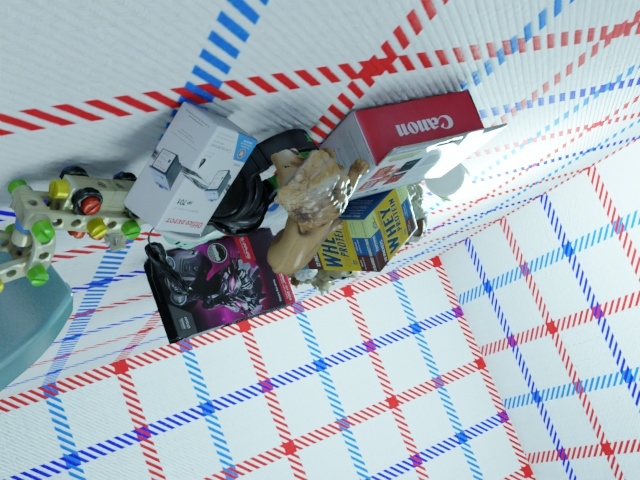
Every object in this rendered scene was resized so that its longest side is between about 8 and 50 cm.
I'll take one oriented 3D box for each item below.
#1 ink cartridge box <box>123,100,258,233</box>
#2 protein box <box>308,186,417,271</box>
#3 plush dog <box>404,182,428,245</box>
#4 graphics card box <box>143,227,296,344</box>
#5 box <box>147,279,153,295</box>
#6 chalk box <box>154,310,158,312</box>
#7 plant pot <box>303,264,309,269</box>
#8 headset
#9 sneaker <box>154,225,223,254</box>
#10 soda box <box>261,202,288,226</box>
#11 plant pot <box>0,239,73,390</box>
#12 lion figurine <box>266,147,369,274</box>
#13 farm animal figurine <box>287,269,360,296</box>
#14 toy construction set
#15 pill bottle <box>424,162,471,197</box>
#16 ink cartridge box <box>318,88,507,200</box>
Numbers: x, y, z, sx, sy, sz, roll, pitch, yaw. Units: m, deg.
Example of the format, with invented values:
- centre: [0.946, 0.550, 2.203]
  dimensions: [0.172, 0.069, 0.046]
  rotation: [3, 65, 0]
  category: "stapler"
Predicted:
- centre: [-0.205, -0.111, 1.163]
  dimensions: [0.190, 0.082, 0.140]
  rotation: [-58, 161, 10]
  category: "ink cartridge box"
- centre: [0.083, -0.038, 1.690]
  dimensions: [0.200, 0.136, 0.201]
  rotation: [1, -149, 35]
  category: "protein box"
- centre: [0.199, -0.114, 1.907]
  dimensions: [0.211, 0.262, 0.225]
  rotation: [9, 166, 16]
  category: "plush dog"
- centre: [-0.267, 0.117, 1.978]
  dimensions: [0.371, 0.232, 0.094]
  rotation: [-14, 171, -32]
  category: "graphics card box"
- centre: [-0.427, 0.119, 2.059]
  dimensions: [0.101, 0.087, 0.102]
  rotation: [-18, 168, -23]
  category: "box"
- centre: [-0.431, 0.208, 2.375]
  dimensions: [0.213, 0.132, 0.132]
  rotation: [-23, 169, 7]
  category: "chalk box"
- centre: [0.000, 0.000, 2.159]
  dimensions: [0.234, 0.165, 0.165]
  rotation: [-20, 173, 40]
  category: "plant pot"
- centre: [-0.161, -0.063, 1.426]
  dimensions: [0.394, 0.185, 0.243]
  rotation: [-33, 170, -4]
  category: "headset"
- centre: [-0.311, -0.018, 1.598]
  dimensions: [0.151, 0.094, 0.256]
  rotation: [-24, 168, 28]
  category: "sneaker"
- centre: [-0.072, -0.107, 1.683]
  dimensions: [0.216, 0.073, 0.069]
  rotation: [-27, 168, 23]
  category: "soda box"
- centre: [-0.613, 0.129, 1.370]
  dimensions: [0.252, 0.248, 0.247]
  rotation: [-37, 177, -25]
  category: "plant pot"
- centre: [-0.030, -0.033, 1.390]
  dimensions: [0.240, 0.142, 0.392]
  rotation: [-55, 166, -44]
  category: "lion figurine"
- centre: [0.036, 0.092, 2.497]
  dimensions: [0.330, 0.172, 0.327]
  rotation: [-20, 178, -19]
  category: "farm animal figurine"
- centre: [-0.406, -0.024, 1.222]
  dimensions: [0.215, 0.151, 0.328]
  rotation: [-55, 164, 24]
  category: "toy construction set"
- centre: [0.378, -0.176, 2.126]
  dimensions: [0.118, 0.117, 0.208]
  rotation: [-25, 170, 17]
  category: "pill bottle"
- centre: [0.185, -0.211, 1.525]
  dimensions: [0.310, 0.130, 0.272]
  rotation: [-16, 168, -30]
  category: "ink cartridge box"
